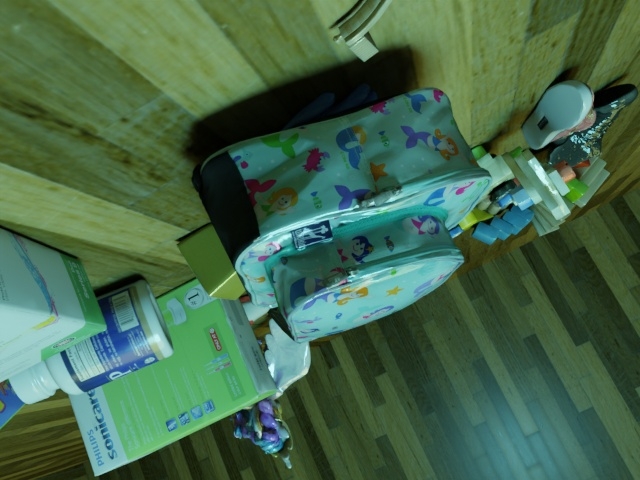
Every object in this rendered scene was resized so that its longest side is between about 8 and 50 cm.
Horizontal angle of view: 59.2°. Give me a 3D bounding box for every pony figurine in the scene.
[{"bbox_3d":[-0.159,0.370,1.451,0.302,0.351,0.363,-18,-177,-13],"label":"pony figurine"}]

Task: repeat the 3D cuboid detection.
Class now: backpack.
[{"bbox_3d":[0.035,-0.023,0.540,0.253,0.191,0.225,-26,164,-9],"label":"backpack"}]

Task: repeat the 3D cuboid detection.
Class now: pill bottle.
[{"bbox_3d":[-0.299,0.135,0.737,0.186,0.112,0.112,-22,165,-13],"label":"pill bottle"}]

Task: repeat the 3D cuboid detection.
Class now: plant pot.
[{"bbox_3d":[-0.112,0.017,0.709,0.083,0.082,0.081,-38,164,7],"label":"plant pot"}]

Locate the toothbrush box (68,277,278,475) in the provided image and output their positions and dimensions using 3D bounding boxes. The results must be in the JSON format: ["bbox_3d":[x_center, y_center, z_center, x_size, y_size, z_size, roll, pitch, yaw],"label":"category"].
[{"bbox_3d":[-0.243,0.209,0.902,0.283,0.206,0.122,-27,166,4],"label":"toothbrush box"}]

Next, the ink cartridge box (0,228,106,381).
[{"bbox_3d":[-0.319,0.065,0.502,0.154,0.093,0.212,-26,167,-1],"label":"ink cartridge box"}]

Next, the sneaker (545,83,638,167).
[{"bbox_3d":[0.438,-0.176,0.917,0.170,0.089,0.051,-28,-154,29],"label":"sneaker"}]

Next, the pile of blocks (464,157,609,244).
[{"bbox_3d":[0.370,-0.080,1.025,0.361,0.149,0.113,-24,166,-2],"label":"pile of blocks"}]

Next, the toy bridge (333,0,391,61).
[{"bbox_3d":[0.085,-0.196,0.394,0.188,0.026,0.063,-31,162,22],"label":"toy bridge"}]

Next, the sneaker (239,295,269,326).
[{"bbox_3d":[-0.190,0.201,1.081,0.270,0.145,0.090,-14,161,-39],"label":"sneaker"}]

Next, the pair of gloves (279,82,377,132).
[{"bbox_3d":[-0.002,-0.096,0.608,0.159,0.023,0.198,-26,165,9],"label":"pair of gloves"}]

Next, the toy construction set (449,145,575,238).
[{"bbox_3d":[0.209,-0.061,0.858,0.327,0.151,0.215,-19,171,22],"label":"toy construction set"}]

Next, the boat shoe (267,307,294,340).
[{"bbox_3d":[-0.037,0.144,1.201,0.104,0.111,0.307,-45,-176,-17],"label":"boat shoe"}]

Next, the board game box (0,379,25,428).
[{"bbox_3d":[-0.479,0.255,0.600,0.233,0.078,0.347,-34,-171,0],"label":"board game box"}]

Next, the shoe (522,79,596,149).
[{"bbox_3d":[0.360,-0.190,0.808,0.081,0.064,0.178,-26,171,-5],"label":"shoe"}]
